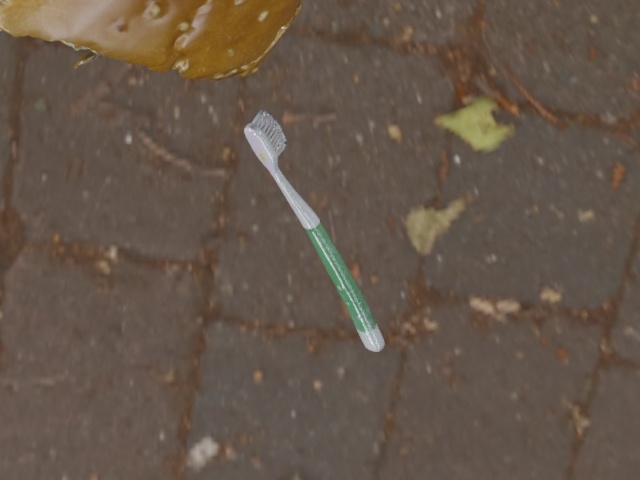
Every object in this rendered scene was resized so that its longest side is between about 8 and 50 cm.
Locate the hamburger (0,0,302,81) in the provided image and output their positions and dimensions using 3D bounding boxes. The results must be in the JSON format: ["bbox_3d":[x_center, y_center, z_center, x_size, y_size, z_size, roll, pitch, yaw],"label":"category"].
[{"bbox_3d":[-0.108,-0.180,0.944,0.156,0.144,0.283,-45,152,26],"label":"hamburger"}]

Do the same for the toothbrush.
[{"bbox_3d":[0.000,0.000,1.239,0.018,0.024,0.257,13,146,36],"label":"toothbrush"}]
